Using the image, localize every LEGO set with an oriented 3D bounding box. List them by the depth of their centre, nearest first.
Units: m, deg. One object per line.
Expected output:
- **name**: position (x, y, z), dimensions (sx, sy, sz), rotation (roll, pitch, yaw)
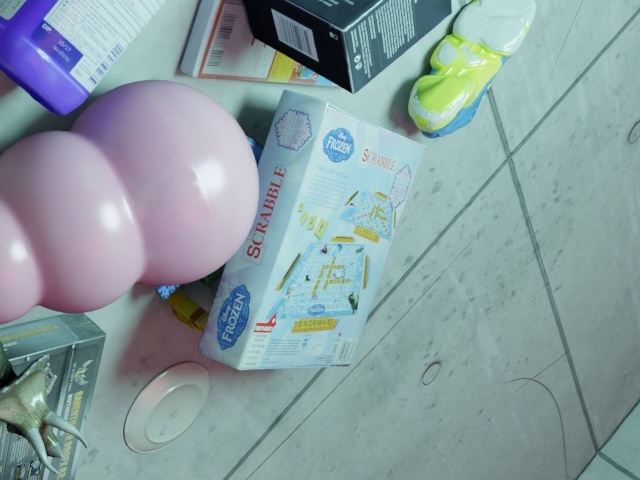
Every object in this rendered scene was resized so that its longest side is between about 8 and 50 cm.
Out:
- **LEGO set**: position (-0.138, 0.063, 1.413), dimensions (0.087, 0.093, 0.227), rotation (-45, 146, -15)

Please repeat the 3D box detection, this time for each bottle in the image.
- **bottle**: position (-0.186, -0.251, 1.075), dimensions (0.283, 0.092, 0.118), rotation (-52, 148, -5)

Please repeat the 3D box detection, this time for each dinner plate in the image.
- **dinner plate**: position (-0.195, 0.222, 1.554), dimensions (0.141, 0.017, 0.141), rotation (-32, 141, -30)

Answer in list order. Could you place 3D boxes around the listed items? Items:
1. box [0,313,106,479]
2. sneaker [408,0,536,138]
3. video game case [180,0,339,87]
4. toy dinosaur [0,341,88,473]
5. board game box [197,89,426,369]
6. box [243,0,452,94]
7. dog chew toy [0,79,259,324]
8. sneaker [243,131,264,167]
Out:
- **box**: position (-0.342, 0.201, 1.309), dimensions (0.183, 0.056, 0.231), rotation (-15, 130, -47)
- **sneaker**: position (0.200, -0.235, 1.613), dimensions (0.240, 0.091, 0.126), rotation (-47, 165, -14)
- **video game case**: position (-0.019, -0.272, 1.332), dimensions (0.285, 0.025, 0.204), rotation (-5, 122, -50)
- **toy dinosaur**: position (-0.367, 0.106, 1.081), dimensions (0.314, 0.160, 0.121), rotation (24, 80, -34)
- **board game box**: position (0.000, 0.000, 1.466), dimensions (0.319, 0.066, 0.318), rotation (12, 97, -65)
- **box**: position (0.028, -0.257, 1.238), dimensions (0.158, 0.156, 0.093), rotation (-42, 145, -21)
- **dog chew toy**: position (-0.226, -0.024, 1.142), dimensions (0.332, 0.206, 0.206), rotation (-26, 138, -26)
- **sneaker**: position (-0.107, -0.101, 1.350), dimensions (0.144, 0.053, 0.059), rotation (26, 99, -50)
